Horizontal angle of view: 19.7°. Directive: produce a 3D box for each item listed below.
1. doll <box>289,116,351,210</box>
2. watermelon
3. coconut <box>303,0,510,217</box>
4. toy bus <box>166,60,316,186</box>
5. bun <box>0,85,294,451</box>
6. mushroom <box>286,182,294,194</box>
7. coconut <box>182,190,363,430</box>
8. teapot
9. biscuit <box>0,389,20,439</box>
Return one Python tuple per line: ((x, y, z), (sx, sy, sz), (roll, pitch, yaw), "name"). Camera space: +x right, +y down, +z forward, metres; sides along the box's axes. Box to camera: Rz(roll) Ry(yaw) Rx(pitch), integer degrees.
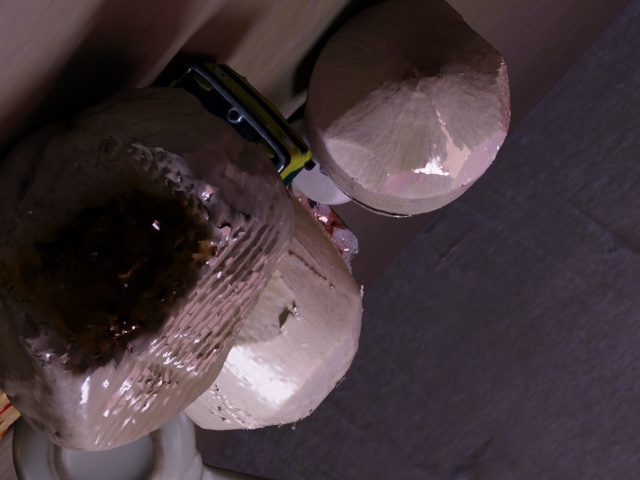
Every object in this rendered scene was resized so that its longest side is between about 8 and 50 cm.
((0.039, -0.122, 2.030), (0.181, 0.110, 0.107), (-48, 154, -15), "doll")
((-0.017, -0.011, 2.274), (0.098, 0.158, 0.121), (-47, 145, 16), "watermelon")
((0.092, -0.136, 1.864), (0.224, 0.224, 0.234), (-42, 174, -21), "coconut")
((-0.132, -0.029, 1.566), (0.262, 0.128, 0.150), (-46, 174, 19), "toy bus")
((-0.157, 0.009, 1.376), (0.281, 0.205, 0.281), (-42, 157, -22), "bun")
((-0.097, 0.021, 2.089), (0.162, 0.173, 0.236), (-9, 125, -2), "mushroom")
((-0.094, 0.055, 1.802), (0.245, 0.247, 0.245), (-31, -144, 26), "coconut")
((-0.201, 0.268, 2.088), (0.220, 0.318, 0.149), (-45, -171, -8), "teapot")
((-0.354, 0.195, 1.930), (0.153, 0.030, 0.234), (-37, 168, -37), "biscuit")
